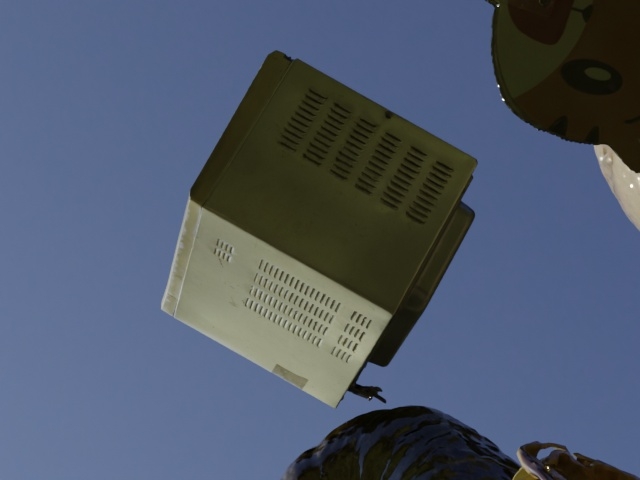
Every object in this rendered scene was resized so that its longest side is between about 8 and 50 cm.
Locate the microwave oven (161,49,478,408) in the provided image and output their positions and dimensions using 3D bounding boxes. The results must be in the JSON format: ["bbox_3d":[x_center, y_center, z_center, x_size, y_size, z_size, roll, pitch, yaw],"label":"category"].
[{"bbox_3d":[0.000,0.000,1.360,0.194,0.145,0.240,26,-23,1],"label":"microwave oven"}]

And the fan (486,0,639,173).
[{"bbox_3d":[0.127,-0.136,1.077,0.226,0.008,0.153,19,-92,14],"label":"fan"}]

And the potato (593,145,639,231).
[{"bbox_3d":[0.319,-0.036,1.463,0.211,0.264,0.189,17,-70,-17],"label":"potato"}]

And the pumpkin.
[{"bbox_3d":[0.039,0.202,1.078,0.219,0.219,0.162,-42,-48,11],"label":"pumpkin"}]

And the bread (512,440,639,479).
[{"bbox_3d":[0.090,0.136,0.496,0.114,0.132,0.190,-46,-42,9],"label":"bread"}]
